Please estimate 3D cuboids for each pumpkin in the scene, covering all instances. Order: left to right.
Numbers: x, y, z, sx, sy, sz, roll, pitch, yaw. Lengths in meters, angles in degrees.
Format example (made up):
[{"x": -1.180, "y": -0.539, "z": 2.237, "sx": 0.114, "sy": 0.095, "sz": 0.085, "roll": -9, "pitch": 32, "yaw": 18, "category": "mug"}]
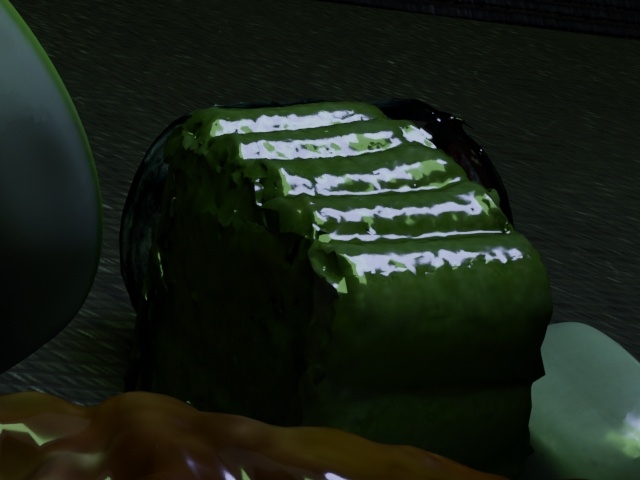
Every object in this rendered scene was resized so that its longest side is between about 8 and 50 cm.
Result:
[{"x": 0.000, "y": 0.000, "z": 1.128, "sx": 0.233, "sy": 0.163, "sz": 0.233, "roll": -1, "pitch": 8, "yaw": 0, "category": "pumpkin"}]

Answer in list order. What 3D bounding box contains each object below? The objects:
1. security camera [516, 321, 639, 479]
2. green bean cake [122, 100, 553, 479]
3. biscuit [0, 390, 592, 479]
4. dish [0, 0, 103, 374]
[{"x": 0.144, "y": 0.141, "z": 0.742, "sx": 0.080, "sy": 0.157, "sz": 0.301, "roll": -24, "pitch": 29, "yaw": -15, "category": "security camera"}, {"x": 0.000, "y": 0.061, "z": 0.797, "sx": 0.113, "sy": 0.214, "sz": 0.200, "roll": -1, "pitch": 22, "yaw": -24, "category": "green bean cake"}, {"x": 0.052, "y": 0.185, "z": 0.399, "sx": 0.395, "sy": 0.166, "sz": 0.342, "roll": 10, "pitch": 21, "yaw": 6, "category": "biscuit"}, {"x": -0.268, "y": -0.024, "z": 0.882, "sx": 0.324, "sy": 0.324, "sz": 0.124, "roll": 15, "pitch": 45, "yaw": 19, "category": "dish"}]
